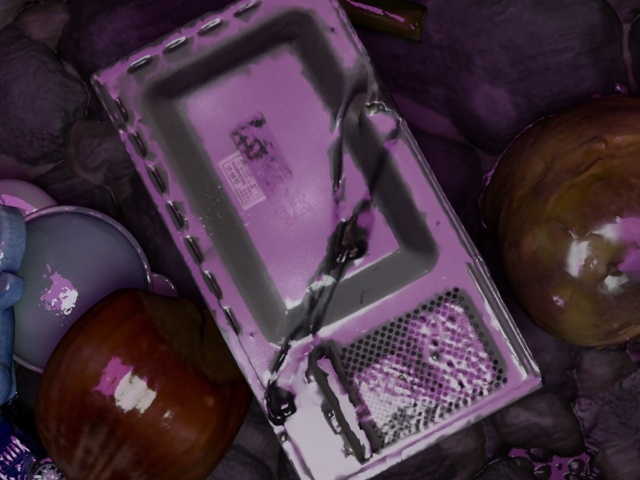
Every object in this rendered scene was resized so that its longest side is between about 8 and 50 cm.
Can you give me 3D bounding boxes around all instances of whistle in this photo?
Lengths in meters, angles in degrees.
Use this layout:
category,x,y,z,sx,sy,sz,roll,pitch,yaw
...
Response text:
category,x,y,z,sx,sy,sz,roll,pitch,yaw
whistle,-0.349,0.058,1.505,0.180,0.093,0.269,-30,60,26

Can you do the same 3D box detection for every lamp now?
category,x,y,z,sx,sy,sz,roll,pitch,yaw
lamp,-0.280,0.036,1.598,0.246,0.108,0.179,43,85,0

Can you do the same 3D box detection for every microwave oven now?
category,x,y,z,sx,sy,sz,roll,pitch,yaw
microwave oven,0.000,0.000,1.475,0.236,0.374,0.432,-29,86,1

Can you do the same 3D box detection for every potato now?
category,x,y,z,sx,sy,sz,roll,pitch,yaw
potato,0.319,-0.022,1.537,0.301,0.237,0.289,26,89,-1

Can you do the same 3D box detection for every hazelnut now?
category,x,y,z,sx,sy,sz,roll,pitch,yaw
hazelnut,-0.176,0.155,1.516,0.181,0.181,0.212,-39,122,25

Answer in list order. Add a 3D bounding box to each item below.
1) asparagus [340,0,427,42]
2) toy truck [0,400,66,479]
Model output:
category,x,y,z,sx,sy,sz,roll,pitch,yaw
asparagus,0.027,-0.253,1.634,0.178,0.041,0.045,16,82,1
toy truck,-0.329,0.244,1.590,0.268,0.124,0.155,45,95,-2
